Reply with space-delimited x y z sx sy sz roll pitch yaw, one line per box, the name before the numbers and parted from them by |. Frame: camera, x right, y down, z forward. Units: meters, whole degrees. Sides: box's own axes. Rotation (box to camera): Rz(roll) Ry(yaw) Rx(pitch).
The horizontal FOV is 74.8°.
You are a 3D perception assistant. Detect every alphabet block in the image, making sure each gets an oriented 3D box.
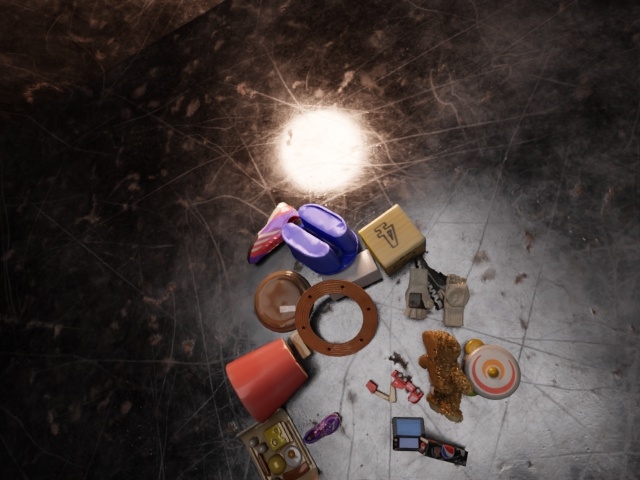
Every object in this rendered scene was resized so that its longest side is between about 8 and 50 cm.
alphabet block | 0.297 0.003 1.713 0.197 0.192 0.193 -36 68 3

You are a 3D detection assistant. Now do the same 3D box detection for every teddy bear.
teddy bear | 0.459 0.494 1.535 0.113 0.245 0.337 -5 76 -18

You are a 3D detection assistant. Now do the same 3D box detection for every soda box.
soda box | 0.441 0.760 1.504 0.169 0.060 0.053 19 75 -12

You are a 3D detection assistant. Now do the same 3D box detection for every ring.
ring | 0.063 0.315 1.704 0.338 0.032 0.335 1 102 4

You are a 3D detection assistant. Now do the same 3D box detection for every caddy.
caddy | 0.000 0.000 1.785 0.341 0.179 0.241 32 74 37

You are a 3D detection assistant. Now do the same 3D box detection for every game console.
game console | 0.330 0.728 1.573 0.122 0.107 0.071 -5 103 13

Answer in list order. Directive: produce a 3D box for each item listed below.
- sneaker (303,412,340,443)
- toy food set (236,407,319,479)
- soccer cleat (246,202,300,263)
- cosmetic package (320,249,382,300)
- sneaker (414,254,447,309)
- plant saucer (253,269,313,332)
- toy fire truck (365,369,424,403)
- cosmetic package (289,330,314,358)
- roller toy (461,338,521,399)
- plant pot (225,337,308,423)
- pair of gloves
sneaker | 0.006 0.748 1.642 0.170 0.071 0.068 -38 70 1
toy food set | -0.174 0.851 1.646 0.220 0.092 0.306 -34 71 3
soccer cleat | -0.213 -0.018 1.887 0.117 0.108 0.318 31 81 15
cosmetic package | 0.128 0.146 1.755 0.231 0.085 0.117 -27 50 7
sneaker | 0.465 0.156 1.694 0.106 0.078 0.234 -25 75 3
plant saucer | -0.167 0.263 1.832 0.278 0.041 0.277 -3 75 12
toy fire truck | 0.289 0.583 1.632 0.192 0.047 0.135 38 87 19
cosmetic package | -0.080 0.436 1.753 0.041 0.060 0.115 -36 72 2
roller toy | 0.621 0.477 1.529 0.191 0.146 0.209 7 76 14
plant pot | -0.201 0.535 1.662 0.243 0.275 0.274 -35 70 -9
pair of gloves | 0.451 0.219 1.623 0.241 0.042 0.203 10 82 11
